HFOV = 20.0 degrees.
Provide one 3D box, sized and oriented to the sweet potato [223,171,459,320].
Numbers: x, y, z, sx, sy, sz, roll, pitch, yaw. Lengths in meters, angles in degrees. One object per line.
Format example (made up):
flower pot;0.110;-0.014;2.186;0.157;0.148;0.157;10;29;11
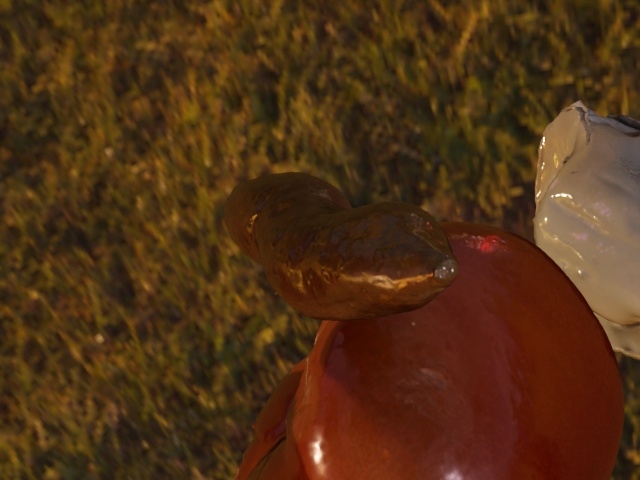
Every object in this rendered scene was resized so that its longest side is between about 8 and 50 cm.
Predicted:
sweet potato;-0.002;0.002;0.840;0.065;0.051;0.218;-42;26;-15

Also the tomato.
tomato;0.056;0.119;0.984;0.180;0.260;0.260;32;71;-4

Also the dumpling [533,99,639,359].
dumpling;0.198;0.005;1.158;0.199;0.118;0.136;50;124;39
